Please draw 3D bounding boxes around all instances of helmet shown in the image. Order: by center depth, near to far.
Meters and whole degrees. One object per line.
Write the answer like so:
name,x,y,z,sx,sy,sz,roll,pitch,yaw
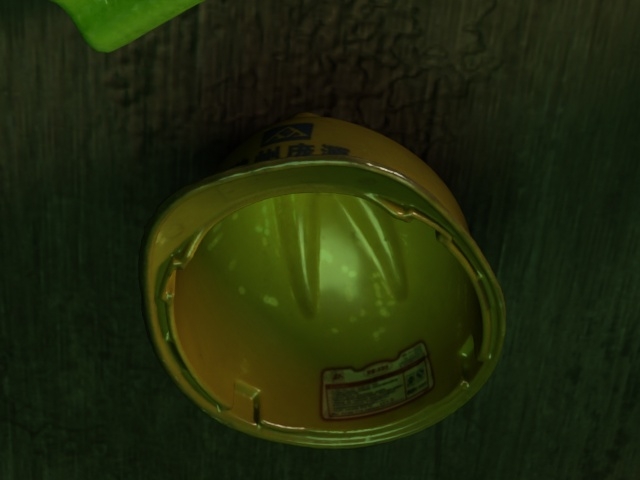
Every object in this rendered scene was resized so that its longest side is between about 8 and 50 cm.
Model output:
helmet,0.000,0.000,1.030,0.205,0.140,0.257,-11,134,10

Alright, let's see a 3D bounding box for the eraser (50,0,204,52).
eraser,-0.059,-0.238,0.870,0.274,0.092,0.210,-24,125,22
